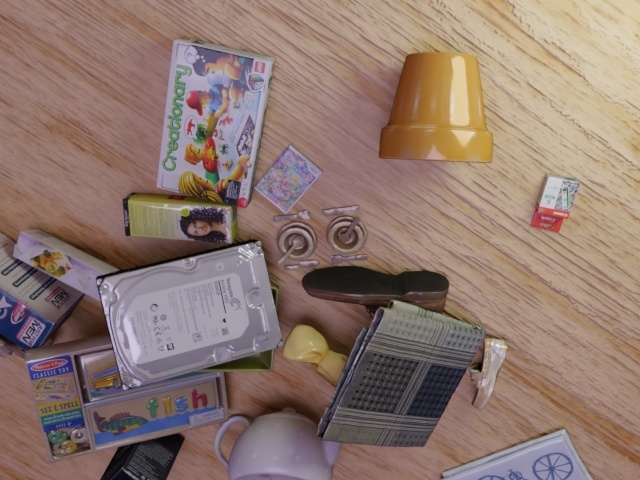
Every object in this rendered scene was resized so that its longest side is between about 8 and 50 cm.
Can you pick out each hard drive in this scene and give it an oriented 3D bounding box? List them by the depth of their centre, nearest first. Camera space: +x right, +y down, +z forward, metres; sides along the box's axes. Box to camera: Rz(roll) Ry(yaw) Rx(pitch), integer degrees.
[{"bbox_3d":[-0.264,0.148,1.456,0.339,0.064,0.236,-13,98,-17],"label":"hard drive"}]

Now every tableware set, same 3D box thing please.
[{"bbox_3d":[0.000,0.000,1.482,0.194,0.039,0.128,-8,111,11],"label":"tableware set"}]

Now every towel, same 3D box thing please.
[{"bbox_3d":[0.166,0.285,1.466,0.324,0.056,0.312,17,104,-38],"label":"towel"}]

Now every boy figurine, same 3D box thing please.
[{"bbox_3d":[0.038,0.296,1.530,0.285,0.177,0.092,44,82,-16],"label":"boy figurine"}]

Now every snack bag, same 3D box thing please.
[{"bbox_3d":[0.501,0.630,1.677,0.323,0.037,0.342,-28,105,18],"label":"snack bag"}]

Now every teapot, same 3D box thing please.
[{"bbox_3d":[-0.089,0.473,1.617,0.256,0.187,0.252,18,143,-18],"label":"teapot"}]

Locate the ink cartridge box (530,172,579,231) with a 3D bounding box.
[{"bbox_3d":[0.462,-0.070,1.398,0.063,0.029,0.115,12,113,2],"label":"ink cartridge box"}]

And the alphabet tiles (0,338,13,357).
[{"bbox_3d":[-0.823,0.172,1.579,0.278,0.021,0.284,-2,138,44],"label":"alphabet tiles"}]

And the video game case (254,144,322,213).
[{"bbox_3d":[-0.066,-0.125,1.455,0.087,0.011,0.122,39,111,-9],"label":"video game case"}]

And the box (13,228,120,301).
[{"bbox_3d":[-0.507,0.069,1.523,0.324,0.067,0.063,25,102,10],"label":"box"}]

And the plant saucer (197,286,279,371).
[{"bbox_3d":[-0.192,0.188,1.537,0.188,0.045,0.188,4,93,-17],"label":"plant saucer"}]

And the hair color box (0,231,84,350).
[{"bbox_3d":[-0.708,0.080,1.535,0.347,0.174,0.105,36,111,-7],"label":"hair color box"}]

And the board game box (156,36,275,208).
[{"bbox_3d":[-0.211,-0.230,1.408,0.193,0.053,0.305,13,113,2],"label":"board game box"}]

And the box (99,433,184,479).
[{"bbox_3d":[-0.430,0.539,1.669,0.108,0.207,0.153,41,112,-10],"label":"box"}]

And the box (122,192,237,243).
[{"bbox_3d":[-0.295,-0.048,1.492,0.232,0.058,0.087,3,112,7],"label":"box"}]

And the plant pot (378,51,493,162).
[{"bbox_3d":[0.212,-0.238,1.285,0.205,0.205,0.188,3,97,6],"label":"plant pot"}]

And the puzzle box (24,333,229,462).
[{"bbox_3d":[-0.414,0.324,1.569,0.409,0.052,0.272,-10,115,-16],"label":"puzzle box"}]

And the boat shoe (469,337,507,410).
[{"bbox_3d":[0.354,0.287,1.545,0.059,0.063,0.170,17,104,3],"label":"boat shoe"}]

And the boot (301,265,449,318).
[{"bbox_3d":[0.110,0.126,1.490,0.305,0.112,0.115,5,123,3],"label":"boot"}]

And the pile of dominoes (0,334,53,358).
[{"bbox_3d":[-0.737,0.185,1.631,0.251,0.040,0.196,36,145,-7],"label":"pile of dominoes"}]
